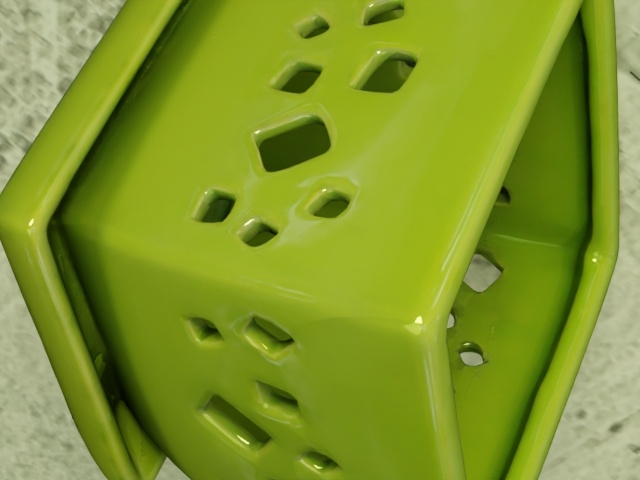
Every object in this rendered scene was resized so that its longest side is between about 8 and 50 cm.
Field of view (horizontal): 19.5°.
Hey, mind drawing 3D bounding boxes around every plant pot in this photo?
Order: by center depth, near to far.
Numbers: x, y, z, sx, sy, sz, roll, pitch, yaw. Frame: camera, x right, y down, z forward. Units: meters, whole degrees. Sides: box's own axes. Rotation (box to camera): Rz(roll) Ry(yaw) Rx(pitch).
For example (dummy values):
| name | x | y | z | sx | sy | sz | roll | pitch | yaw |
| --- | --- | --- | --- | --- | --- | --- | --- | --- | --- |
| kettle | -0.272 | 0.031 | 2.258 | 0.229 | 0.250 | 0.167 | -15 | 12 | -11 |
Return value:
| name | x | y | z | sx | sy | sz | roll | pitch | yaw |
| --- | --- | --- | --- | --- | --- | --- | --- | --- | --- |
| plant pot | 0.000 | 0.000 | 0.804 | 0.207 | 0.227 | 0.228 | 11 | 143 | 20 |
